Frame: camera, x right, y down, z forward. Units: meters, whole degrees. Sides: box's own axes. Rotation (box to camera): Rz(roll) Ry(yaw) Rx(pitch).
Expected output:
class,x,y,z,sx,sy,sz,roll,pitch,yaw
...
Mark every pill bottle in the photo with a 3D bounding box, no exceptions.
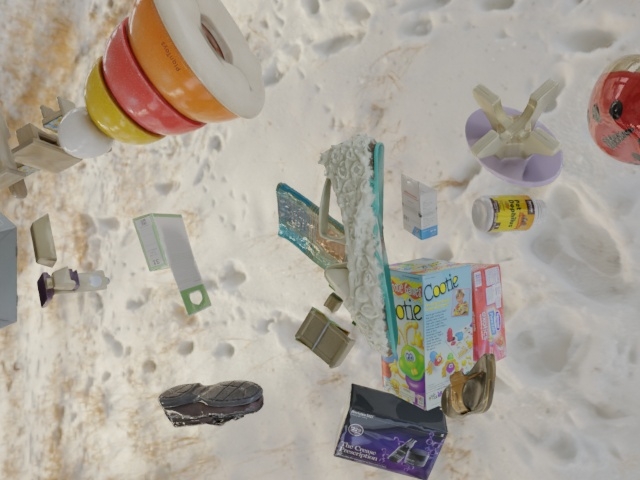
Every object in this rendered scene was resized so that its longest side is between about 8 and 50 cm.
class,x,y,z,sx,sy,sz,roll,pitch,yaw
pill bottle,0.597,-0.086,1.657,0.117,0.215,0.117,177,90,-77

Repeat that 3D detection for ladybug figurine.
class,x,y,z,sx,sy,sz,roll,pitch,yaw
ladybug figurine,0.802,-0.308,1.326,0.162,0.449,0.305,-43,77,12

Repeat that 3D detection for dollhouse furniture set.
class,x,y,z,sx,sy,sz,roll,pitch,yaw
dollhouse furniture set,-0.308,0.013,0.660,0.091,0.081,0.114,-33,70,47
dollhouse furniture set,0.074,0.285,1.899,0.197,0.151,0.301,39,116,18
dollhouse furniture set,-0.879,-0.239,1.570,0.362,0.394,0.256,-24,80,10

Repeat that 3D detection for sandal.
class,x,y,z,sx,sy,sz,roll,pitch,yaw
sandal,0.205,0.217,0.764,0.180,0.049,0.072,111,168,-57

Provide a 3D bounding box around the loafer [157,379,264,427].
class,x,y,z,sx,sy,sz,roll,pitch,yaw
loafer,-0.247,0.388,1.223,0.302,0.109,0.095,-10,100,31

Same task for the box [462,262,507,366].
class,x,y,z,sx,sy,sz,roll,pitch,yaw
box,0.470,0.227,1.636,0.142,0.154,0.300,0,98,51

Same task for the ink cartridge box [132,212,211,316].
class,x,y,z,sx,sy,sz,roll,pitch,yaw
ink cartridge box,-0.329,0.055,1.186,0.056,0.171,0.235,-17,90,6

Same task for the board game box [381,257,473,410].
class,x,y,z,sx,sy,sz,roll,pitch,yaw
board game box,0.222,0.187,1.114,0.142,0.144,0.275,9,105,56

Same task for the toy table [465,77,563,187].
class,x,y,z,sx,sy,sz,roll,pitch,yaw
toy table,0.465,-0.262,1.277,0.274,0.161,0.252,36,84,27

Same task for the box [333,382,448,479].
class,x,y,z,sx,sy,sz,roll,pitch,yaw
box,0.184,0.512,1.405,0.103,0.261,0.184,-73,-3,-68

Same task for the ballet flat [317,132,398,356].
class,x,y,z,sx,sy,sz,roll,pitch,yaw
ballet flat,0.067,0.011,0.982,0.147,0.147,0.409,-1,96,45

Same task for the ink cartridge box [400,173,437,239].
class,x,y,z,sx,sy,sz,roll,pitch,yaw
ink cartridge box,0.288,-0.105,1.532,0.104,0.060,0.180,-137,35,-57

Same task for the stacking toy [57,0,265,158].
class,x,y,z,sx,sy,sz,roll,pitch,yaw
stacking toy,-0.395,-0.332,1.151,0.480,0.350,0.350,-26,64,17

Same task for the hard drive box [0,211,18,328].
class,x,y,z,sx,sy,sz,roll,pitch,yaw
hard drive box,-0.539,0.005,0.748,0.232,0.089,0.181,34,124,20

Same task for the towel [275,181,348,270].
class,x,y,z,sx,sy,sz,roll,pitch,yaw
towel,0.000,0.000,1.644,0.370,0.040,0.271,38,150,21
